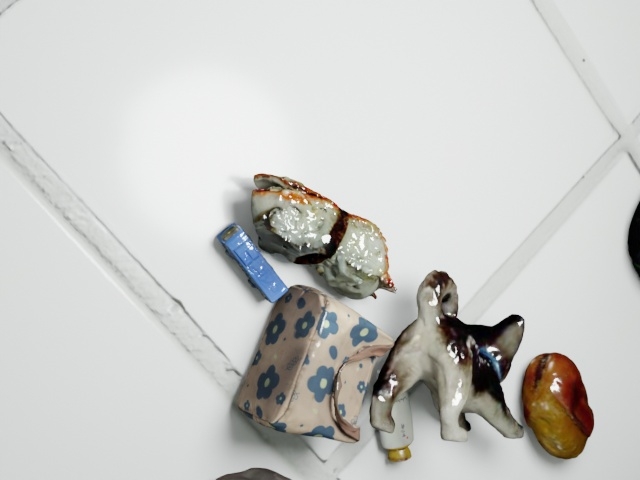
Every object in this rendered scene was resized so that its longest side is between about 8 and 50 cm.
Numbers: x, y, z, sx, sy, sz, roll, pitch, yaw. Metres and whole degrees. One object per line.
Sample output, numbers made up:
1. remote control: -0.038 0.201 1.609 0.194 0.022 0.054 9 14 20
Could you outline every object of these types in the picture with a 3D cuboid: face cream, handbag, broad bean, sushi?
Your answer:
1. face cream: 0.142 0.334 1.661 0.072 0.051 0.182 -11 99 -28
2. handbag: -0.001 0.227 1.520 0.193 0.190 0.251 28 79 -31
3. broad bean: 0.493 0.343 1.791 0.156 0.122 0.228 -39 117 -45
4. sushi: 0.000 0.000 1.536 0.332 0.124 0.130 28 71 -23

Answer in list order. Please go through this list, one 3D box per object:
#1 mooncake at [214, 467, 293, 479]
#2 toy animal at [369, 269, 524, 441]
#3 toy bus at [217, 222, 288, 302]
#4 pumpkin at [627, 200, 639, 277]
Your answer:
1. mooncake: -0.104 0.557 1.486 0.306 0.154 0.306 -6 99 -37
2. toy animal: 0.267 0.219 1.619 0.344 0.194 0.303 14 81 -52
3. toy bus: -0.117 0.040 1.517 0.051 0.061 0.153 -40 110 -12
4. pumpkin: 0.820 -0.009 1.858 0.315 0.238 0.315 -4 99 -27
